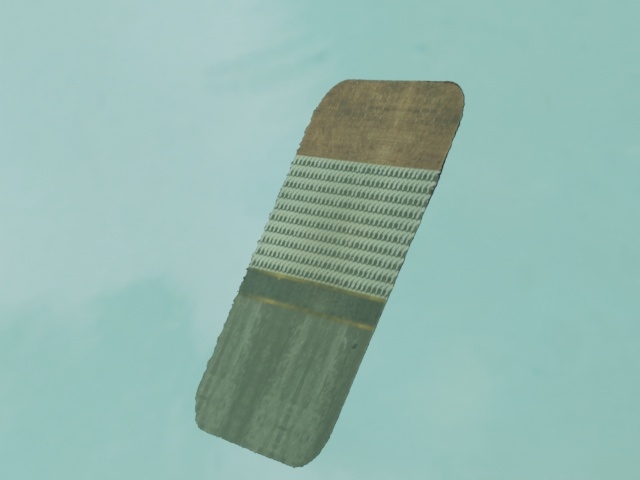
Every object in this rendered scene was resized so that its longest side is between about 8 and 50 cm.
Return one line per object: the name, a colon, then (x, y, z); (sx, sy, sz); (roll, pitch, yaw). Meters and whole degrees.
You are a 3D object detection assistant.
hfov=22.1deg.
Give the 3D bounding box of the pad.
pad: (0.022, 0.010, 0.935); (0.055, 0.323, 0.250); (25, 82, -13)
